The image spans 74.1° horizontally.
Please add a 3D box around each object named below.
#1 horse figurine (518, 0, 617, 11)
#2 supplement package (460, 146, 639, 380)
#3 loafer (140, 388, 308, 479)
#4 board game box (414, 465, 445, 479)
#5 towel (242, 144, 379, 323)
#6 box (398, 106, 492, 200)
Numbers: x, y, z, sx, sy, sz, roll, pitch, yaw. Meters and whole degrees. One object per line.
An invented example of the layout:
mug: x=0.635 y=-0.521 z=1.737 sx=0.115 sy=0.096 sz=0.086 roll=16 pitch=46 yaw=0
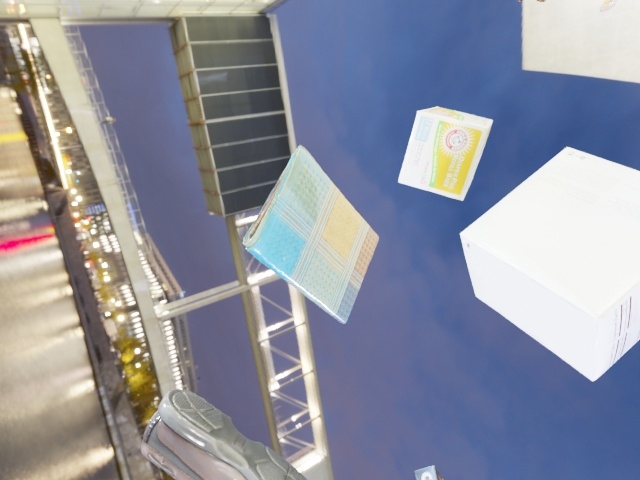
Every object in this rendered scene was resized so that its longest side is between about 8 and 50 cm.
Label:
horse figurine: x=0.311 y=-0.323 z=0.425 sx=0.263 sy=0.066 sz=0.175 roll=53 pitch=-51 yaw=45
supplement package: x=0.333 y=0.021 z=0.545 sx=0.194 sy=0.203 sz=0.149 roll=44 pitch=-12 yaw=48
loafer: x=-0.114 y=0.331 z=0.581 sx=0.302 sy=0.095 sz=0.109 roll=35 pitch=1 yaw=10
board game box: x=0.257 y=0.563 z=0.785 sx=0.243 sy=0.042 sz=0.165 roll=56 pitch=17 yaw=-25
towel: x=0.000 y=0.000 z=1.006 sx=0.040 sy=0.272 sz=0.370 roll=3 pitch=-31 yaw=43
box: x=0.212 y=-0.151 z=0.700 sx=0.103 sy=0.203 sz=0.114 roll=20 pitch=-65 yaw=17
